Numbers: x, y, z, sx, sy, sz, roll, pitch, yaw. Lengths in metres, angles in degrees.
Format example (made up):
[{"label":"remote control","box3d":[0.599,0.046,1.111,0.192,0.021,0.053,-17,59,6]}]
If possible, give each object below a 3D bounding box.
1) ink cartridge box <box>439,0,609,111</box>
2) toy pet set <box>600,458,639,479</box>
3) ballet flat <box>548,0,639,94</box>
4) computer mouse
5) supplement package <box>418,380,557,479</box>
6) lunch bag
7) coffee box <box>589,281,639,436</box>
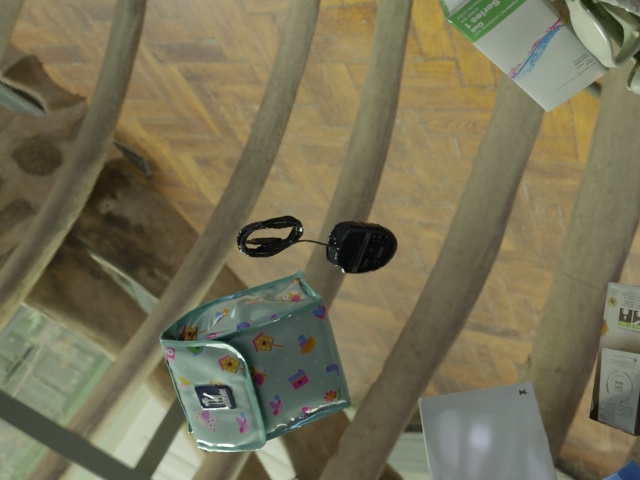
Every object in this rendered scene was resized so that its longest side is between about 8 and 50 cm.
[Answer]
[{"label":"ink cartridge box","box3d":[0.300,-0.358,1.016,0.278,0.202,0.117,27,131,-36]},{"label":"toy pet set","box3d":[0.346,0.291,0.683,0.114,0.122,0.065,58,177,23]},{"label":"ballet flat","box3d":[0.466,-0.294,0.955,0.408,0.147,0.147,29,155,-25]},{"label":"computer mouse","box3d":[0.000,0.000,0.838,0.241,0.071,0.041,7,-154,-35]},{"label":"supplement package","box3d":[0.297,0.398,1.164,0.197,0.200,0.263,-10,147,9]},{"label":"lunch bag","box3d":[-0.107,0.201,1.050,0.160,0.262,0.224,-137,30,-61]},{"label":"coffee box","box3d":[0.569,0.206,1.145,0.141,0.247,0.098,9,180,-26]}]
